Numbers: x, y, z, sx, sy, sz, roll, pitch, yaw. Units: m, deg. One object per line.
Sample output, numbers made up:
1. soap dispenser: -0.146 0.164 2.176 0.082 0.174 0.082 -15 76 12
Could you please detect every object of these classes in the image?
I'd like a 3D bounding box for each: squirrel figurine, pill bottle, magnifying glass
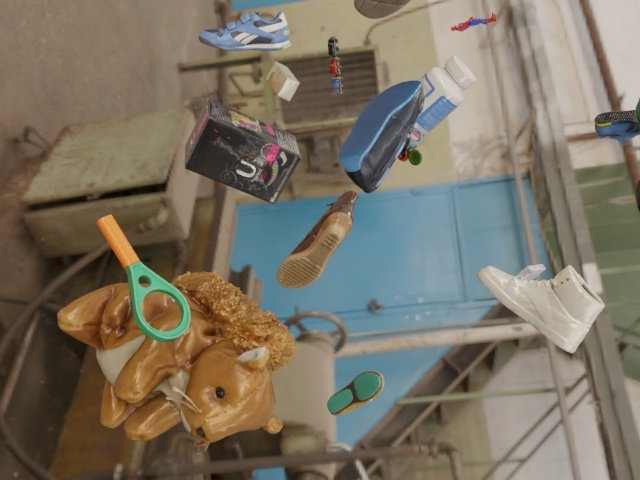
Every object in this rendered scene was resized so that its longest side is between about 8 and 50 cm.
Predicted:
1. squirrel figurine: -0.206 0.209 1.407 0.397 0.370 0.281 -34 126 -45
2. pill bottle: 0.300 -0.378 2.000 0.124 0.221 0.124 38 27 -23
3. magnifying glass: -0.292 0.060 1.231 0.092 0.026 0.231 -29 83 -43

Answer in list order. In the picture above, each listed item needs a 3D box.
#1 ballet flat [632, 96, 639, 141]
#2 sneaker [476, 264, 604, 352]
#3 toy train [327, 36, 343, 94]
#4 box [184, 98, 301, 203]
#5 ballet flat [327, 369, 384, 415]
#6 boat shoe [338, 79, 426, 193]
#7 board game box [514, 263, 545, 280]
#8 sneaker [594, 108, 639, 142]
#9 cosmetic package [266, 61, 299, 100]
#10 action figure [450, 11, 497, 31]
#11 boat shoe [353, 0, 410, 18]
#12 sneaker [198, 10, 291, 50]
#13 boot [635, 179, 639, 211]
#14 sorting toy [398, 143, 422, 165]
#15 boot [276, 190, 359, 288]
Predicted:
1. ballet flat: 0.890 -0.308 2.051 0.087 0.083 0.247 25 -43 65
2. sneaker: 0.531 0.112 1.808 0.108 0.292 0.169 -6 130 -59
3. toy train: 0.039 -0.462 2.013 0.036 0.027 0.158 -54 142 -53
4. box: -0.211 -0.238 2.035 0.165 0.270 0.143 -60 -158 24
5. ballet flat: 0.110 0.411 2.053 0.073 0.232 0.080 9 57 -40
6. boat shoe: 0.107 -0.179 1.300 0.258 0.109 0.089 -51 126 -32
7. board game box: 0.559 0.100 2.065 0.090 0.090 0.020 -2 54 -48
8. sneaker: 0.893 -0.325 2.164 0.069 0.209 0.082 -53 129 -33
9. cosmetic package: -0.103 -0.430 2.040 0.060 0.041 0.115 -59 -145 20
10. action figure: 0.385 -0.551 1.912 0.038 0.115 0.030 -18 95 -64
11. boat shoe: 0.218 -0.686 1.820 0.132 0.355 0.130 38 28 -14
12. sneaker: -0.118 -0.328 1.179 0.053 0.144 0.059 -108 -164 -63
13. boot: 0.903 -0.064 1.826 0.091 0.229 0.263 83 8 -56
14. sorting toy: 0.287 -0.272 2.365 0.042 0.102 0.061 -17 119 -43
15. boot: 0.000 0.000 1.877 0.090 0.248 0.207 41 32 -10
